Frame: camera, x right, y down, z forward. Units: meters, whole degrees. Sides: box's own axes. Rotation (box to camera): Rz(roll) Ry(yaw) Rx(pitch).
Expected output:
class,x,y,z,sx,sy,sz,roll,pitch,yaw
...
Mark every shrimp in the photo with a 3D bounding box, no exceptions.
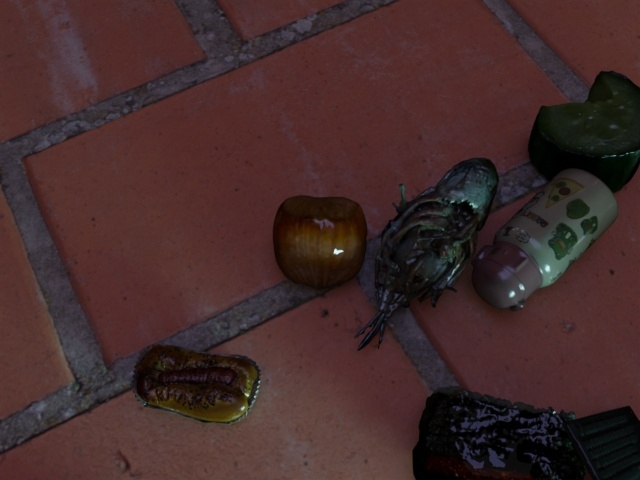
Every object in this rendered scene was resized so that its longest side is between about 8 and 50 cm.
class,x,y,z,sx,sy,sz,roll,pitch,yaw
shrimp,0.149,-0.002,1.054,0.172,0.137,0.372,42,63,-9

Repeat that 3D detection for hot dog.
class,x,y,z,sx,sy,sz,roll,pitch,yaw
hot dog,-0.183,0.210,1.011,0.191,0.059,0.108,7,59,7

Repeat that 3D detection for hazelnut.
class,x,y,z,sx,sy,sz,roll,pitch,yaw
hazelnut,0.000,0.000,1.081,0.150,0.150,0.150,-1,63,1

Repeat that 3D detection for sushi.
class,x,y,z,sx,sy,sz,roll,pitch,yaw
sushi,0.237,0.278,0.920,0.225,0.136,0.126,4,62,17

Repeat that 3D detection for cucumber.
class,x,y,z,sx,sy,sz,roll,pitch,yaw
cucumber,0.460,-0.171,1.157,0.191,0.130,0.191,-4,60,7

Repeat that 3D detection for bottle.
class,x,y,z,sx,sy,sz,roll,pitch,yaw
bottle,0.340,0.004,1.067,0.253,0.120,0.120,-39,68,-18

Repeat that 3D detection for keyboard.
class,x,y,z,sx,sy,sz,roll,pitch,yaw
keyboard,0.346,0.260,0.840,0.381,0.041,0.103,4,53,-46
